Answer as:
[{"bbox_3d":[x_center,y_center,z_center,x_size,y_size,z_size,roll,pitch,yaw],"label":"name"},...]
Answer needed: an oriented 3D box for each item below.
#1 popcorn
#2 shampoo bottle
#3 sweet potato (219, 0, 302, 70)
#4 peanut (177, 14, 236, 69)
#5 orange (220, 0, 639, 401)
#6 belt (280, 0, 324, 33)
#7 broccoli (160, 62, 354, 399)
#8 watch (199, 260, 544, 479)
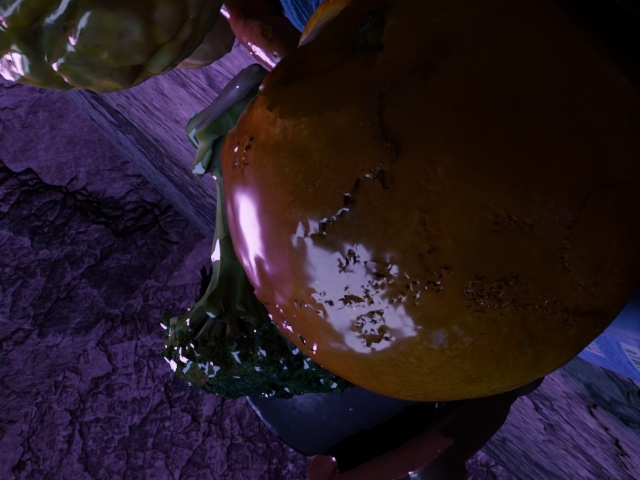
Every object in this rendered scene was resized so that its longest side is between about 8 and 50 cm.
[{"bbox_3d":[-0.168,-0.220,0.993,0.249,0.249,0.225,38,-157,28],"label":"popcorn"},{"bbox_3d":[0.237,0.069,1.142,0.104,0.061,0.258,43,173,-19],"label":"shampoo bottle"},{"bbox_3d":[-0.027,-0.164,1.192,0.202,0.055,0.058,39,162,22],"label":"sweet potato"},{"bbox_3d":[-0.145,-0.219,1.334,0.229,0.098,0.103,37,152,53],"label":"peanut"},{"bbox_3d":[0.065,-0.031,0.763,0.240,0.240,0.240,41,173,6],"label":"orange"},{"bbox_3d":[-0.015,-0.187,0.962,0.100,0.065,0.179,30,170,14],"label":"belt"},{"bbox_3d":[0.000,0.000,1.127,0.275,0.308,0.308,48,172,-15],"label":"broccoli"},{"bbox_3d":[0.029,0.113,1.521,0.327,0.314,0.335,58,-156,-6],"label":"watch"}]
